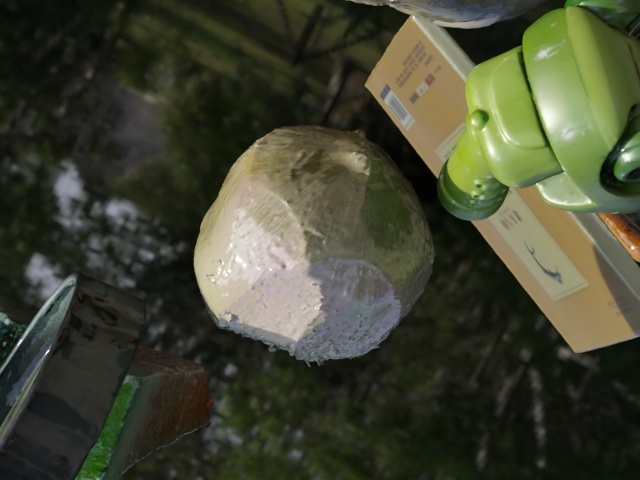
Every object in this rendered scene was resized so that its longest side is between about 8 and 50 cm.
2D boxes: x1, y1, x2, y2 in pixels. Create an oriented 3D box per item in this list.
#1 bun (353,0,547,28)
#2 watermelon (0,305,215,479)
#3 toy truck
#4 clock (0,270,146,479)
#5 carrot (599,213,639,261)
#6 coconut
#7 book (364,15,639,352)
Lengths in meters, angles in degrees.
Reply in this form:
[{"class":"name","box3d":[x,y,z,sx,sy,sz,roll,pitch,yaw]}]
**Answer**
[{"class":"bun","box3d":[0.052,-0.183,0.707,0.173,0.166,0.113,-13,-164,-26]},{"class":"watermelon","box3d":[-0.305,0.176,1.932,0.264,0.151,0.302,18,-158,26]},{"class":"toy truck","box3d":[0.174,-0.085,1.094,0.211,0.148,0.187,-16,165,8]},{"class":"clock","box3d":[-0.251,0.171,1.256,0.066,0.318,0.319,32,-173,-14]},{"class":"carrot","box3d":[0.374,-0.038,2.009,0.037,0.037,0.190,17,-153,-48]},{"class":"coconut","box3d":[-0.003,-0.002,1.198,0.194,0.194,0.194,26,-172,-4]},{"class":"book","box3d":[0.192,-0.049,1.584,0.389,0.032,0.269,52,167,1]}]
